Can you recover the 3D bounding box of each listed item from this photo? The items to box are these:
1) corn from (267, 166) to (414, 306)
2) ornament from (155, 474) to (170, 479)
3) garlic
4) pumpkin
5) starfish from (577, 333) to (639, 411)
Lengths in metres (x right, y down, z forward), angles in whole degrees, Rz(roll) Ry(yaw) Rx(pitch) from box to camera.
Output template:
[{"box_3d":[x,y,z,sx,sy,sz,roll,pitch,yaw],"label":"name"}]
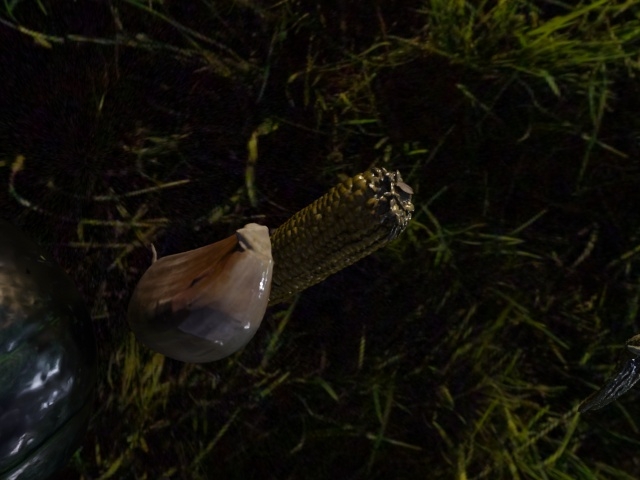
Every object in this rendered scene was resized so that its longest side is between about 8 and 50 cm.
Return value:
[{"box_3d":[0.000,0.000,0.978,0.318,0.115,0.115,-30,110,30],"label":"corn"},{"box_3d":[-0.219,0.304,0.634,0.203,0.081,0.088,-24,77,-14],"label":"ornament"},{"box_3d":[-0.128,0.051,0.661,0.091,0.198,0.128,28,65,-34],"label":"garlic"},{"box_3d":[-0.337,0.098,0.520,0.315,0.315,0.238,60,38,-15],"label":"pumpkin"},{"box_3d":[0.412,0.147,0.868,0.217,0.050,0.223,18,126,-43],"label":"starfish"}]
